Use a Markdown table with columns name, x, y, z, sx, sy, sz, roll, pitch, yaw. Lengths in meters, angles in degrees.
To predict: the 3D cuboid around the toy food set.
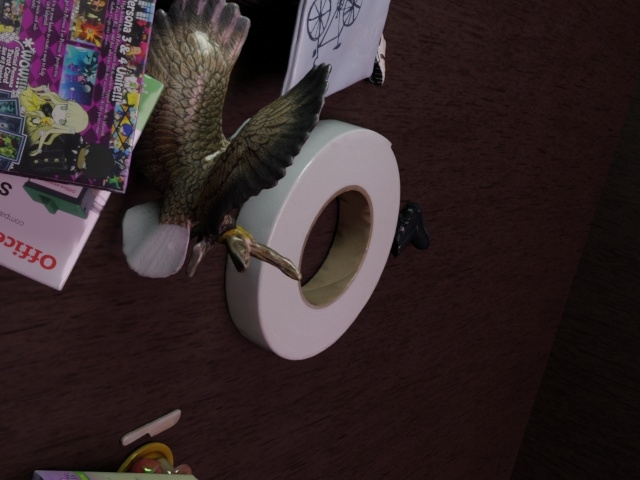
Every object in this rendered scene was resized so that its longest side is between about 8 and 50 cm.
| name | x | y | z | sx | sy | sz | roll | pitch | yaw |
| --- | --- | --- | --- | --- | --- | --- | --- | --- | --- |
| toy food set | -0.237 | 0.365 | 1.255 | 0.128 | 0.071 | 0.218 | -7 | 114 | -57 |

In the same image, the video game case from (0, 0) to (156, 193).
| name | x | y | z | sx | sy | sz | roll | pitch | yaw |
| --- | --- | --- | --- | --- | --- | --- | --- | --- | --- |
| video game case | -0.255 | -0.170 | 0.754 | 0.210 | 0.042 | 0.232 | 9 | 89 | -20 |

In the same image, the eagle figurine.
| name | x | y | z | sx | sy | sz | roll | pitch | yaw |
| --- | --- | --- | --- | --- | --- | --- | --- | --- | --- |
| eagle figurine | -0.117 | -0.105 | 1.021 | 0.298 | 0.226 | 0.225 | 100 | -9 | -51 |

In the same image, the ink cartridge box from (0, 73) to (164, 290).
| name | x | y | z | sx | sy | sz | roll | pitch | yaw |
| --- | --- | --- | --- | --- | --- | --- | --- | --- | --- |
| ink cartridge box | -0.269 | -0.082 | 0.825 | 0.160 | 0.092 | 0.219 | 27 | 83 | -19 |

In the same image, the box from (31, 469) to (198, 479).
| name | x | y | z | sx | sy | sz | roll | pitch | yaw |
| --- | --- | --- | --- | --- | --- | --- | --- | --- | --- |
| box | -0.221 | 0.388 | 1.091 | 0.243 | 0.213 | 0.117 | 17 | 95 | -42 |

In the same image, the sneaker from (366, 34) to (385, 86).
| name | x | y | z | sx | sy | sz | roll | pitch | yaw |
| --- | --- | --- | --- | --- | --- | --- | --- | --- | --- |
| sneaker | 0.090 | -0.294 | 1.396 | 0.044 | 0.040 | 0.109 | -49 | 145 | -33 |

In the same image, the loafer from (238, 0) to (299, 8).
| name | x | y | z | sx | sy | sz | roll | pitch | yaw |
| --- | --- | --- | --- | --- | --- | --- | --- | --- | --- |
| loafer | -0.065 | -0.334 | 1.062 | 0.302 | 0.095 | 0.109 | -9 | 116 | -56 |

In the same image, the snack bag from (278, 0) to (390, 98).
| name | x | y | z | sx | sy | sz | roll | pitch | yaw |
| --- | --- | --- | --- | --- | --- | --- | --- | --- | --- |
| snack bag | 0.040 | -0.346 | 1.171 | 0.323 | 0.037 | 0.342 | -41 | 148 | -58 |

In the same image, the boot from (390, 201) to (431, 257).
| name | x | y | z | sx | sy | sz | roll | pitch | yaw |
| --- | --- | --- | --- | --- | --- | --- | --- | --- | --- |
| boot | 0.167 | -0.005 | 1.702 | 0.099 | 0.045 | 0.121 | -49 | 138 | -34 |

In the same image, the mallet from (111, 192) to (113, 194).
| name | x | y | z | sx | sy | sz | roll | pitch | yaw |
| --- | --- | --- | --- | --- | --- | --- | --- | --- | --- |
| mallet | -0.258 | -0.115 | 0.955 | 0.062 | 0.039 | 0.189 | -56 | 152 | -12 |

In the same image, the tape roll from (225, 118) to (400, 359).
| name | x | y | z | sx | sy | sz | roll | pitch | yaw |
| --- | --- | --- | --- | --- | --- | --- | --- | --- | --- |
| tape roll | 0.000 | 0.000 | 1.409 | 0.392 | 0.072 | 0.392 | -36 | 137 | -42 |
